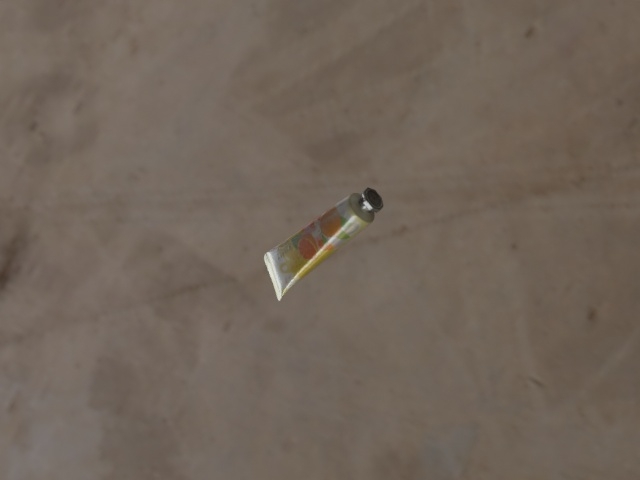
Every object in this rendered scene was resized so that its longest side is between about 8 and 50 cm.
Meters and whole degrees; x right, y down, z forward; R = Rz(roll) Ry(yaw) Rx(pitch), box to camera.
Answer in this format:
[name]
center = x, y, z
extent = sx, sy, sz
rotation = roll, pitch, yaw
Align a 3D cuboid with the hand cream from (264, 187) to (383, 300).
[hand cream]
center = 0.000, 0.000, 1.156
extent = 0.102, 0.022, 0.035
rotation = -37, 62, 34
